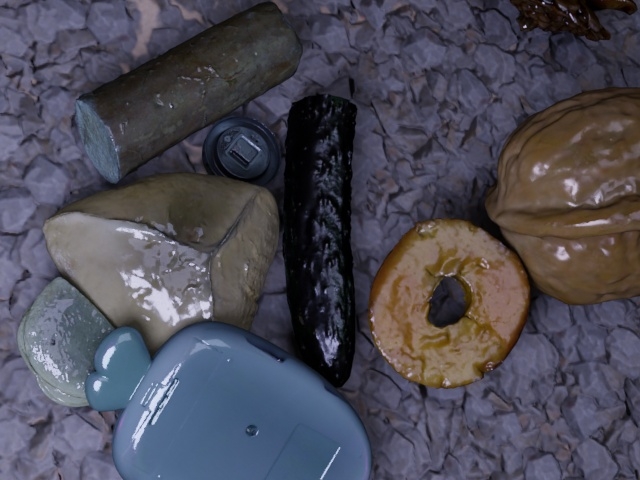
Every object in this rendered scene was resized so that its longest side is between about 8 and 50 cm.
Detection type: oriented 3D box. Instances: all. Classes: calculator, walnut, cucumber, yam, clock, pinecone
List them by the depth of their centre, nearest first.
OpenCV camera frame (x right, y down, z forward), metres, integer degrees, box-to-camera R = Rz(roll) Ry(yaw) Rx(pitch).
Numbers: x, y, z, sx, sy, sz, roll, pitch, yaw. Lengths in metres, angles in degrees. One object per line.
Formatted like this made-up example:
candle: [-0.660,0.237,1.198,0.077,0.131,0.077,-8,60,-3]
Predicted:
calculator: [-0.085,0.180,1.479,0.299,0.041,0.185,32,90,-20]
yam: [-0.129,-0.155,1.600,0.259,0.093,0.093,-33,86,-28]
cucumber: [0.000,0.000,1.606,0.081,0.072,0.303,9,69,-20]
clock: [-0.082,-0.088,1.636,0.085,0.017,0.085,8,69,-20]
walnut: [0.299,-0.045,1.667,0.257,0.257,0.224,-17,110,-27]
pinecone: [0.284,-0.317,1.799,0.179,0.150,0.195,28,60,-4]

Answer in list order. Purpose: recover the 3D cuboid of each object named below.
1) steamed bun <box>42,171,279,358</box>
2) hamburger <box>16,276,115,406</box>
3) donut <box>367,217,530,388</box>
steamed bun: [-0.128,0.008,1.532,0.231,0.110,0.212,45,61,-5]
hamburger: [-0.234,0.105,1.484,0.121,0.054,0.084,45,59,-10]
donut: [0.124,0.069,1.627,0.162,0.065,0.178,43,74,-1]
